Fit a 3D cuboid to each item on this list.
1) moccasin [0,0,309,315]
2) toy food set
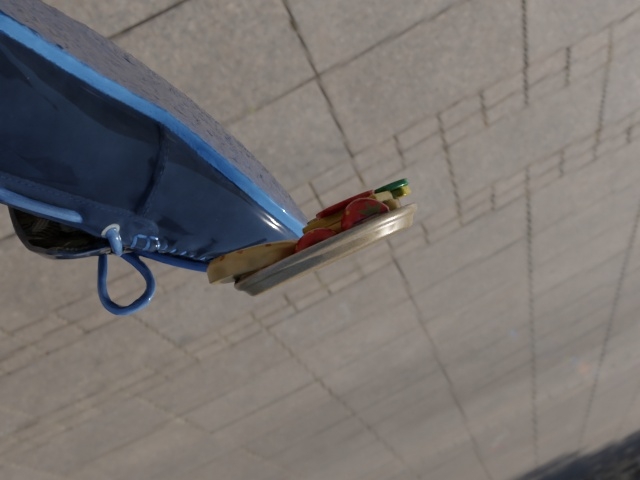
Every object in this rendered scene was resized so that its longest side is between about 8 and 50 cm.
[{"bbox_3d":[-0.137,-0.048,0.651,0.117,0.138,0.342,-49,136,8],"label":"moccasin"},{"bbox_3d":[0.000,0.000,0.471,0.083,0.020,0.082,-26,177,24],"label":"toy food set"}]
